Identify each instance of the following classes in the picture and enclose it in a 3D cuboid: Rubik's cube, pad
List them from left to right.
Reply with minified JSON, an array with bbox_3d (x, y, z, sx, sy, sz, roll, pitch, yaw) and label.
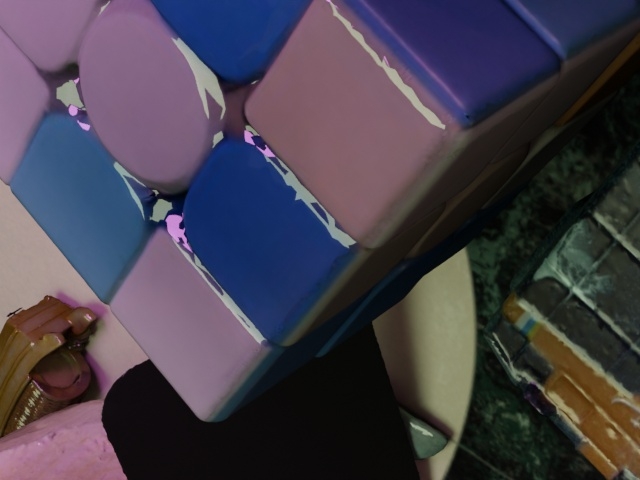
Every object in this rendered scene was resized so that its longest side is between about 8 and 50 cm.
[{"bbox_3d":[-0.071,0.222,1.186,0.063,0.315,0.375,42,153,55],"label":"pad"},{"bbox_3d":[-0.009,-0.145,0.928,0.346,0.344,0.347,47,135,10],"label":"Rubik's cube"}]

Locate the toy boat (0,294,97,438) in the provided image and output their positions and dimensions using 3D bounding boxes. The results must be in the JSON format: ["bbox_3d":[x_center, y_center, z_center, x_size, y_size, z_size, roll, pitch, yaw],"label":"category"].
[{"bbox_3d":[-0.337,0.177,1.556,0.115,0.089,0.310,45,133,12],"label":"toy boat"}]

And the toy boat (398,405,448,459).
[{"bbox_3d":[-0.009,0.141,1.272,0.282,0.096,0.206,29,135,12],"label":"toy boat"}]

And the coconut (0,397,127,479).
[{"bbox_3d":[-0.237,0.366,1.337,0.415,0.415,0.344,33,127,25],"label":"coconut"}]

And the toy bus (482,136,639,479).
[{"bbox_3d":[0.271,0.012,0.891,0.194,0.162,0.323,46,132,15],"label":"toy bus"}]
